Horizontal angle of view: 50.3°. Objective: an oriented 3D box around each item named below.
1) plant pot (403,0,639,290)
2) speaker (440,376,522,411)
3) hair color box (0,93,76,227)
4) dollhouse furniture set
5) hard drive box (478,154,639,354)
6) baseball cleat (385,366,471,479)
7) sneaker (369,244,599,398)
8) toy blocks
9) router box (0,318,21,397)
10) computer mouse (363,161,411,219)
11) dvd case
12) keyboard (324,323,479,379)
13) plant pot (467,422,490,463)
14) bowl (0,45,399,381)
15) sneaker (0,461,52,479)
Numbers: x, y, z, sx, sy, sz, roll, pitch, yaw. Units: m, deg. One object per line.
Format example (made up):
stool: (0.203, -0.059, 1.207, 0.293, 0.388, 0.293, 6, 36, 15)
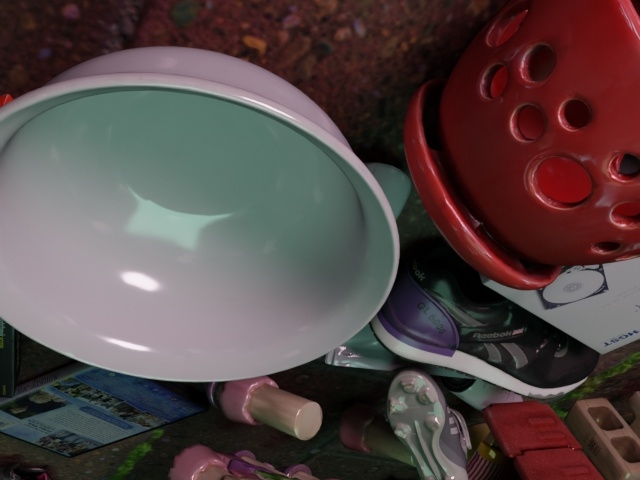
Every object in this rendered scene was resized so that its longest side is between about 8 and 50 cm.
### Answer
plant pot: (0.161, -0.070, 0.447, 0.191, 0.191, 0.174, 28, 136, -35)
speaker: (0.212, 0.193, 0.887, 0.055, 0.055, 0.136, -28, 137, 26)
hair color box: (-0.243, -0.043, 0.543, 0.072, 0.043, 0.141, -12, 140, 7)
dollhouse furniture set: (0.358, 0.332, 0.921, 0.374, 0.152, 0.201, 3, 126, -24)
hard drive box: (0.272, 0.001, 0.620, 0.232, 0.089, 0.181, 26, 132, -38)
baseball cleat: (0.131, 0.216, 0.820, 0.072, 0.109, 0.205, -7, 117, 21)
sneaker: (0.202, 0.083, 0.714, 0.283, 0.107, 0.124, 13, 132, -22)
toy blocks: (-0.072, 0.328, 0.857, 0.260, 0.308, 0.289, 7, 164, 45)
router box: (-0.382, 0.099, 0.701, 0.133, 0.046, 0.179, 8, 139, -17)
computer mouse: (0.000, 0.000, 0.603, 0.106, 0.042, 0.193, 27, 131, -33)
dvd case: (-0.297, 0.217, 0.880, 0.253, 0.022, 0.180, -23, 139, 20)
keyboard: (0.133, 0.122, 0.793, 0.256, 0.014, 0.072, 9, 97, -17)
plant pot: (0.267, 0.355, 1.064, 0.134, 0.095, 0.134, -4, 141, -3)
bowl: (-0.095, -0.029, 0.498, 0.298, 0.134, 0.297, -1, 138, 0)
sneaker: (-0.436, 0.387, 1.041, 0.077, 0.072, 0.178, -27, 144, 9)
